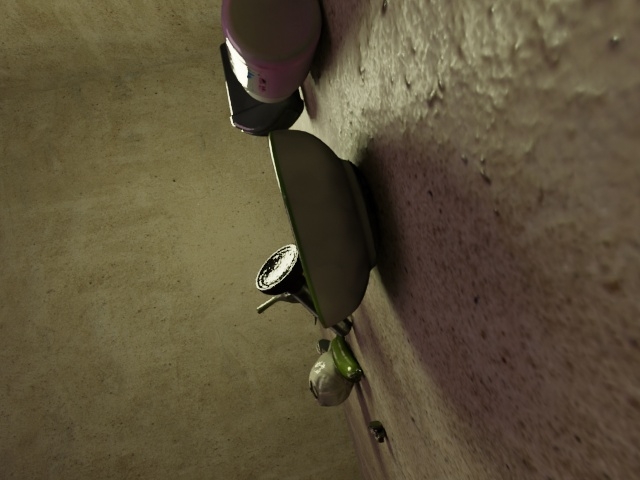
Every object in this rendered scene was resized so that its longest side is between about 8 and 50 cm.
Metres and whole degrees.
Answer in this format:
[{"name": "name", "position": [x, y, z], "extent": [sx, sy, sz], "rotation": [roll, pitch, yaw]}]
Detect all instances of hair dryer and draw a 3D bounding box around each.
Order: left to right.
[{"name": "hair dryer", "position": [-0.058, 0.127, 1.219], "extent": [0.320, 0.155, 0.284], "rotation": [45, -178, -37]}]

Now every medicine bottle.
[{"name": "medicine bottle", "position": [-0.085, -0.331, 0.693], "extent": [0.254, 0.151, 0.152], "rotation": [-152, 47, -79]}]

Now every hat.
[{"name": "hat", "position": [0.059, 0.510, 1.562], "extent": [0.275, 0.160, 0.232], "rotation": [-44, -47, -71]}]

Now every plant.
[{"name": "plant", "position": [-0.072, 0.169, 1.502], "extent": [0.296, 0.261, 0.306], "rotation": [-30, 94, 41]}]

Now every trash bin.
[{"name": "trash bin", "position": [-0.143, -0.375, 0.981], "extent": [0.101, 0.176, 0.237], "rotation": [-18, -83, -59]}]

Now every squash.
[{"name": "squash", "position": [0.083, 0.409, 1.377], "extent": [0.318, 0.071, 0.080], "rotation": [-132, 28, -76]}]

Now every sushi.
[{"name": "sushi", "position": [0.163, 0.559, 1.170], "extent": [0.083, 0.044, 0.046], "rotation": [112, 143, -83]}]

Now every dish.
[{"name": "dish", "position": [0.023, -0.031, 0.653], "extent": [0.324, 0.124, 0.325], "rotation": [-15, -90, -89]}]
